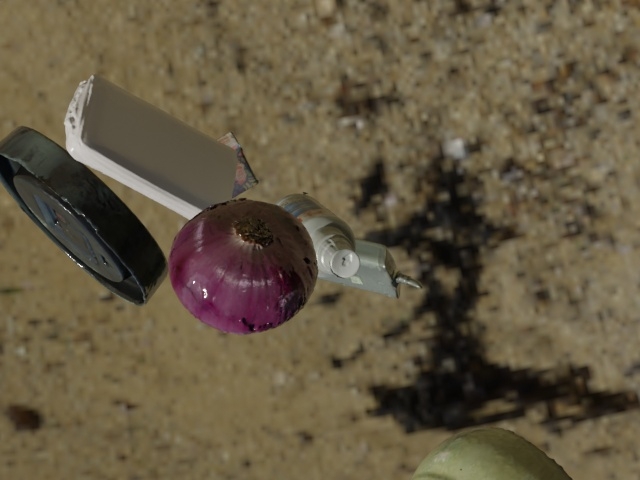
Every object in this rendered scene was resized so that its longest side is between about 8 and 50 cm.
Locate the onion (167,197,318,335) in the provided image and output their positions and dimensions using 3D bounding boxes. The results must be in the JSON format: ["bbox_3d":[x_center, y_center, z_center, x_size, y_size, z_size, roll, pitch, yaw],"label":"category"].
[{"bbox_3d":[-0.058,0.024,1.350,0.115,0.115,0.104,-2,131,-14],"label":"onion"}]

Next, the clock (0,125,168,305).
[{"bbox_3d":[-0.305,-0.031,2.251,0.055,0.280,0.280,-47,155,-15],"label":"clock"}]

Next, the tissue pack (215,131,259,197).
[{"bbox_3d":[-0.113,-0.066,1.826,0.083,0.035,0.063,-29,133,-5],"label":"tissue pack"}]

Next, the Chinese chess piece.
[{"bbox_3d":[0.157,0.247,1.494,0.083,0.188,0.188,-38,163,-27],"label":"Chinese chess piece"}]

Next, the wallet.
[{"bbox_3d":[-0.162,-0.085,1.699,0.190,0.095,0.033,27,143,-31],"label":"wallet"}]

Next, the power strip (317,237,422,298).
[{"bbox_3d":[-0.007,0.015,1.792,0.253,0.027,0.060,13,147,28],"label":"power strip"}]

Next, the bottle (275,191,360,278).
[{"bbox_3d":[0.000,0.000,1.609,0.060,0.060,0.217,-2,-170,-13],"label":"bottle"}]
